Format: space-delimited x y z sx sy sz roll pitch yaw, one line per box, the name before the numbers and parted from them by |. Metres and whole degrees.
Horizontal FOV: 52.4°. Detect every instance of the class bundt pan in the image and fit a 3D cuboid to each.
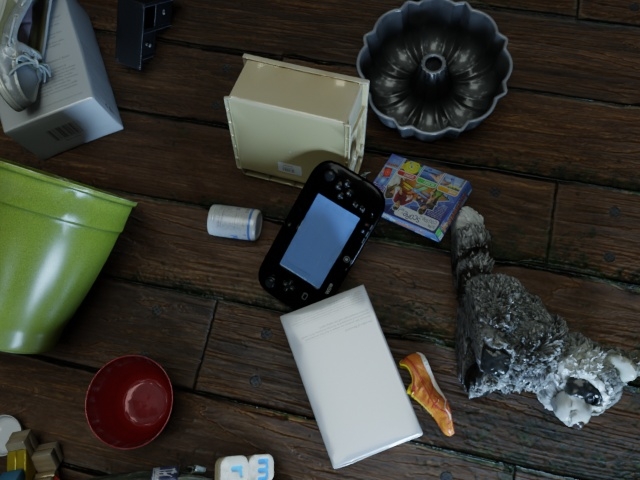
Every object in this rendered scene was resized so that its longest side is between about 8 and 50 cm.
bundt pan | 0.245 -0.359 1.433 0.330 0.124 0.331 -1 75 5

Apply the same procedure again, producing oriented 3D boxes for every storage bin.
storage bin | -0.045 -0.227 1.364 0.262 0.260 0.123 14 60 10

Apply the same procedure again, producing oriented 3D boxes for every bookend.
bookend | -0.415 -0.512 1.564 0.072 0.156 0.157 22 122 11

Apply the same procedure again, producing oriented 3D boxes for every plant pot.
plant pot | -0.611 0.030 1.330 0.366 0.366 0.353 18 89 11

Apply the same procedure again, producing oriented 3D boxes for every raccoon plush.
raccoon plush | 0.425 0.131 1.248 0.299 0.216 0.446 1 75 -2

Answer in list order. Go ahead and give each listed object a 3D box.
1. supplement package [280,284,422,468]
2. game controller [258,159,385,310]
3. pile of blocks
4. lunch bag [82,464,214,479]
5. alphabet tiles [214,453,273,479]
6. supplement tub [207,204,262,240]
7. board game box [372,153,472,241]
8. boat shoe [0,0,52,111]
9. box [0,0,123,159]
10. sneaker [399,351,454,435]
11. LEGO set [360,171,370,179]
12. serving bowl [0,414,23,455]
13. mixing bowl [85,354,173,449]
supplement package | 0.060 0.263 1.255 0.175 0.177 0.293 -21 73 0
game controller | 0.000 0.000 1.333 0.166 0.067 0.319 35 109 15
pile of blocks | -0.551 0.548 1.261 0.112 0.149 0.362 -12 73 3
lunch bag | -0.306 0.562 1.163 0.256 0.212 0.305 -10 72 25
alphabet tiles | -0.137 0.536 1.173 0.021 0.278 0.284 -14 70 36
supplement tub | -0.186 -0.039 1.421 0.107 0.071 0.071 7 76 9
board game box | 0.199 -0.094 1.371 0.201 0.035 0.136 28 79 37
boat shoe | -0.625 -0.426 1.379 0.103 0.118 0.320 -9 68 8
box | -0.632 -0.401 1.518 0.215 0.168 0.345 -21 74 1
sneaker | 0.211 0.309 1.289 0.067 0.064 0.175 -25 62 -4
LEGO set | 0.086 -0.114 1.428 0.083 0.054 0.023 -52 38 -9
serving bowl | -0.664 0.412 1.373 0.083 0.027 0.083 -2 74 6
mixing bowl | -0.374 0.329 1.326 0.181 0.098 0.181 -1 75 5
